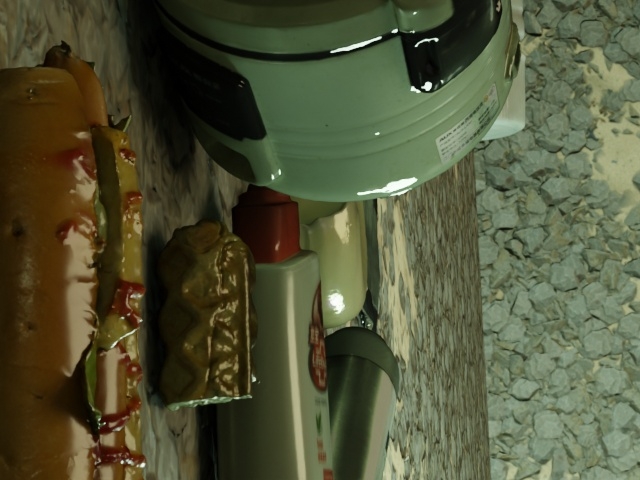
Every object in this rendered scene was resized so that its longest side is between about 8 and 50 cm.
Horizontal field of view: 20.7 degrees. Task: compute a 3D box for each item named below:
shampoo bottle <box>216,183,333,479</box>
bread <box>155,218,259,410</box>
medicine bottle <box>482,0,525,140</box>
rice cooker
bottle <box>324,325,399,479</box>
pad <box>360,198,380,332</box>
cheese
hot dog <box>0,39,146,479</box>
[{"bbox_3d":[-0.030,0.053,1.149,0.153,0.071,0.284,35,53,-79],"label":"shampoo bottle"},{"bbox_3d":[-0.065,0.042,1.007,0.066,0.060,0.110,13,69,-49],"label":"bread"},{"bbox_3d":[0.081,-0.252,1.553,0.190,0.190,0.332,-7,92,-80],"label":"medicine bottle"},{"bbox_3d":[0.006,-0.154,1.043,0.244,0.226,0.226,78,13,-54],"label":"rice cooker"},{"bbox_3d":[0.010,0.156,1.340,0.096,0.079,0.253,-56,-171,28],"label":"bottle"},{"bbox_3d":[0.038,-0.017,1.705,0.233,0.022,0.174,68,20,-62],"label":"pad"},{"bbox_3d":[0.001,0.020,1.340,0.248,0.071,0.163,82,6,-49],"label":"cheese"},{"bbox_3d":[-0.106,0.035,0.733,0.104,0.076,0.250,50,40,-72],"label":"hot dog"}]
